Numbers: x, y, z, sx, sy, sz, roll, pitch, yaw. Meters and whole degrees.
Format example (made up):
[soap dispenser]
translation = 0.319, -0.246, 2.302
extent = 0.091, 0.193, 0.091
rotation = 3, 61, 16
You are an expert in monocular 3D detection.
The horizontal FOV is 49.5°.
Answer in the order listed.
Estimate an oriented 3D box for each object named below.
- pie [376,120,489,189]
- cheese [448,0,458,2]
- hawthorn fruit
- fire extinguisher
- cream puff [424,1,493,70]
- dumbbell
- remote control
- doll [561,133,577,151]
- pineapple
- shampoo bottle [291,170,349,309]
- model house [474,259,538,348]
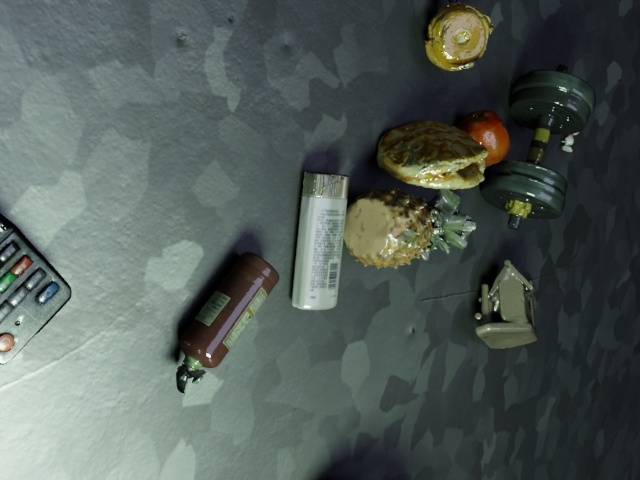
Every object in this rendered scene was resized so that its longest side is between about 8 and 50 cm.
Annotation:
[pie]
translation = 0.208, -0.154, 1.272
extent = 0.205, 0.178, 0.084
rotation = -23, 131, -41
[cheese]
translation = 0.283, -0.578, 1.327
extent = 0.177, 0.069, 0.271
rotation = 38, 71, -43
[hawthorn fruit]
translation = 0.327, -0.204, 1.421
extent = 0.128, 0.128, 0.128
rotation = -11, 106, -44
[fire extinguisher]
translation = -0.144, 0.123, 1.015
extent = 0.071, 0.099, 0.231
rotation = 43, 65, -19
[cream puff]
translation = 0.255, -0.387, 1.312
extent = 0.119, 0.104, 0.133
rotation = 44, 81, -18
[dumbbell]
translation = 0.476, -0.206, 1.523
extent = 0.185, 0.185, 0.389
rotation = 30, 77, -45
[remote control]
translation = -0.431, -0.028, 0.714
extent = 0.145, 0.062, 0.399
rotation = -51, 131, -25
[doll]
translation = 0.641, -0.273, 1.782
extent = 0.085, 0.040, 0.058
rotation = -57, 142, -22
[pineapple]
translation = 0.180, -0.025, 1.280
extent = 0.309, 0.141, 0.170
rotation = 1, 134, -49
[shampoo bottle]
translation = 0.000, 0.000, 1.165
extent = 0.086, 0.055, 0.228
rotation = -1, 99, -44
[model house]
translation = 0.438, 0.149, 1.608
extent = 0.229, 0.122, 0.188
rotation = 34, 61, -58
